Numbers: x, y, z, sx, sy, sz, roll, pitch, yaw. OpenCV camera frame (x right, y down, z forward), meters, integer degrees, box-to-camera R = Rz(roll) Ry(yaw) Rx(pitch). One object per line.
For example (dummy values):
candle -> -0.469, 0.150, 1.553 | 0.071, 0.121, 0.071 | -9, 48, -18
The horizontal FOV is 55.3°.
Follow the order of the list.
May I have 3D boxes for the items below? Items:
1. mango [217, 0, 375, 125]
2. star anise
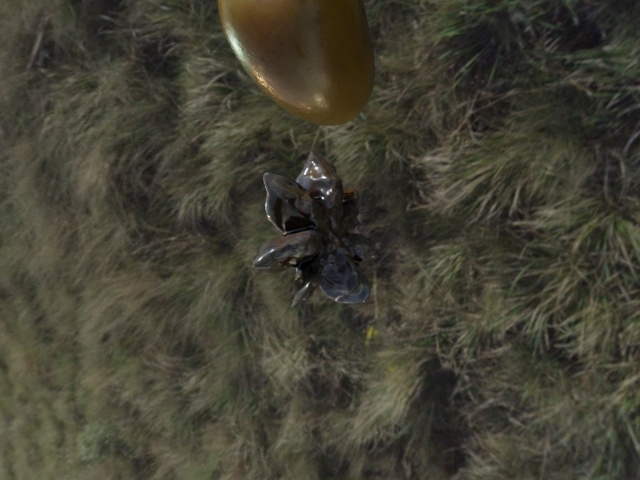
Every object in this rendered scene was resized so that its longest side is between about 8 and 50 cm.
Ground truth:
mango -> -0.020, -0.339, 1.024 | 0.221, 0.264, 0.378 | -15, 148, 21
star anise -> 0.002, -0.015, 0.756 | 0.073, 0.212, 0.197 | -12, 78, 41
